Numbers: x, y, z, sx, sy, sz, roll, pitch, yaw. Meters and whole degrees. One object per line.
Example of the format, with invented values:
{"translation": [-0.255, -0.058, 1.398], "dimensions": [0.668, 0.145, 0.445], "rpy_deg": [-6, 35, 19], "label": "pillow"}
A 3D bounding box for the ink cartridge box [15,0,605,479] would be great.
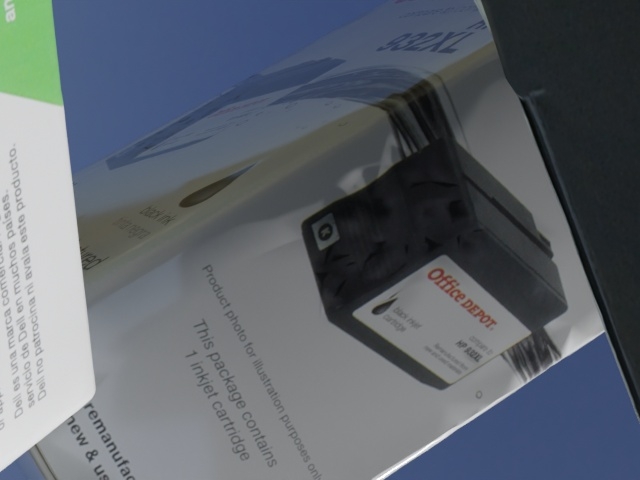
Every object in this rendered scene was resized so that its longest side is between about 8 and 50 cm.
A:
{"translation": [0.000, 0.000, 0.644], "dimensions": [0.129, 0.307, 0.223], "rpy_deg": [63, -16, -15], "label": "ink cartridge box"}

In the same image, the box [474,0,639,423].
{"translation": [0.277, -0.002, 0.385], "dimensions": [0.212, 0.395, 0.293], "rpy_deg": [-20, -90, 50], "label": "box"}

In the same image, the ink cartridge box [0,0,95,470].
{"translation": [-0.192, 0.007, 0.321], "dimensions": [0.121, 0.289, 0.211], "rpy_deg": [18, -55, 28], "label": "ink cartridge box"}
